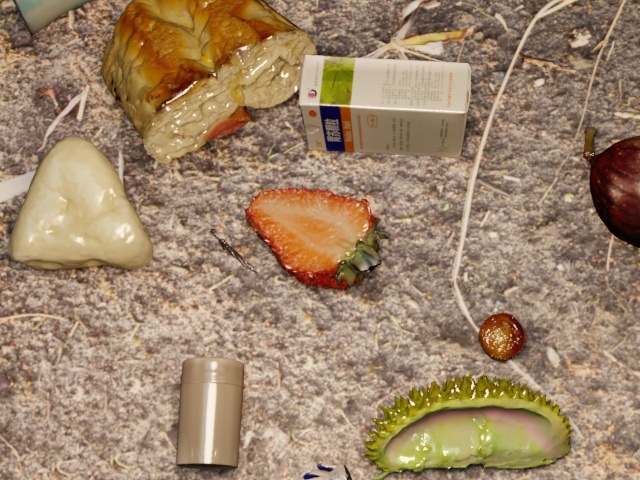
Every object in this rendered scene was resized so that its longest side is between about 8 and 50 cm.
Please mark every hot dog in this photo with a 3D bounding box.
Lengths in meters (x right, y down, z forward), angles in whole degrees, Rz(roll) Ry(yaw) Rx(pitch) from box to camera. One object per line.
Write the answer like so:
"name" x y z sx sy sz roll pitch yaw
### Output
"hot dog" -0.242 -0.347 1.807 0.367 0.196 0.365 -33 52 -11

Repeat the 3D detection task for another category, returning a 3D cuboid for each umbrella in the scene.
"umbrella" -0.162 0.022 1.776 0.122 0.022 0.013 45 53 7

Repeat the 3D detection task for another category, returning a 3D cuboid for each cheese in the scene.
"cheese" -0.417 -0.062 1.741 0.251 0.173 0.248 6 80 8

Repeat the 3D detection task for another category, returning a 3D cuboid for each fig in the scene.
"fig" 0.547 -0.109 1.686 0.249 0.186 0.204 29 93 21

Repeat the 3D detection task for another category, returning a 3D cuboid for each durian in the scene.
"durian" 0.239 0.309 1.573 0.355 0.157 0.170 -8 87 2

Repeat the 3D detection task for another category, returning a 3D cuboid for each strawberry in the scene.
"strawberry" 0.000 0.000 1.730 0.286 0.106 0.188 25 69 26

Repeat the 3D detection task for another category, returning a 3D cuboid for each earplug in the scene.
"earplug" -0.484 -0.568 1.934 0.324 0.185 0.185 -27 70 -10

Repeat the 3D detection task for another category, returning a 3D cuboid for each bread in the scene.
"bread" 0.319 0.168 1.665 0.085 0.053 0.085 -1 70 4

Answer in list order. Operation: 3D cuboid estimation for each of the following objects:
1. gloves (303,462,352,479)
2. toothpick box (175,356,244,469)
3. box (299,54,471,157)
"gloves" 0.008 0.405 1.613 0.086 0.026 0.064 -19 36 -6
"toothpick box" -0.189 0.296 1.629 0.111 0.111 0.181 0 71 4
"box" 0.119 -0.243 1.750 0.299 0.200 0.106 3 72 5
